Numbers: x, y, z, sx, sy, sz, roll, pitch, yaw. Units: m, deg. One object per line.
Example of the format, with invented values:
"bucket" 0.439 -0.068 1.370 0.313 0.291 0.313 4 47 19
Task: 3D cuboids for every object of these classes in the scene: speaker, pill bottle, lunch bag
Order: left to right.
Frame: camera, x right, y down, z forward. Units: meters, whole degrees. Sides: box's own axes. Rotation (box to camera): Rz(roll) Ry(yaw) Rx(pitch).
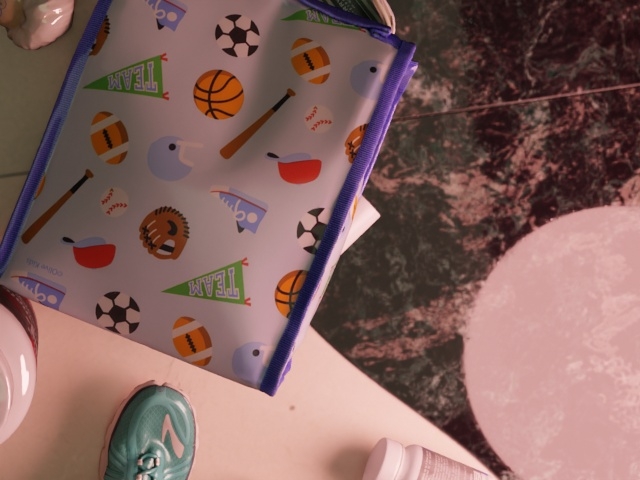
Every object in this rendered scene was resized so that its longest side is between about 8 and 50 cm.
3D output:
"pill bottle" -0.374 0.123 1.632 0.176 0.318 0.176 -1 98 -9
"lunch bag" -0.111 -0.084 1.672 0.328 0.239 0.385 21 96 0
"speaker" 0.000 0.000 1.806 0.136 0.055 0.055 -44 101 -2
"pill bottle" 0.122 0.279 1.848 0.137 0.078 0.078 24 93 -11

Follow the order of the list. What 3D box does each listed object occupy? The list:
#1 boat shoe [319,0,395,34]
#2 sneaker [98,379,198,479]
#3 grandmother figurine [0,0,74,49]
"boat shoe" -0.019 -0.324 1.743 0.109 0.094 0.302 -44 101 -1
"sneaker" -0.202 0.291 1.785 0.107 0.110 0.275 17 94 -10
"grandmother figurine" -0.387 -0.306 1.605 0.342 0.208 0.104 36 63 3
